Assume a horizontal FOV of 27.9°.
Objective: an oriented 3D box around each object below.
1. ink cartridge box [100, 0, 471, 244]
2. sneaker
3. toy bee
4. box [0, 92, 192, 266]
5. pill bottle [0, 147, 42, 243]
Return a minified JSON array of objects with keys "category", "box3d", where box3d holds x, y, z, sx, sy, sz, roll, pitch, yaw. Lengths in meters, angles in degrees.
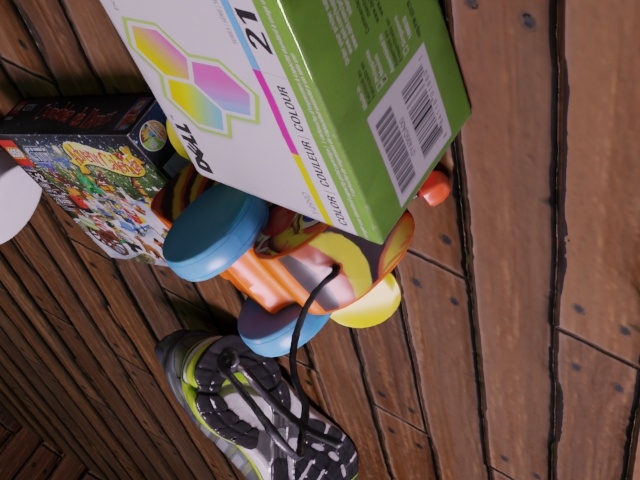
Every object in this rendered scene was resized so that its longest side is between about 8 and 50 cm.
[{"category":"ink cartridge box","box3d":[-0.068,-0.123,0.662,0.255,0.097,0.189,21,154,32]},{"category":"sneaker","box3d":[-0.062,0.187,1.319,0.121,0.111,0.300,26,153,51]},{"category":"toy bee","box3d":[0.000,0.000,0.788,0.298,0.162,0.195,51,-179,41]},{"category":"box","box3d":[-0.147,-0.043,1.019,0.233,0.044,0.159,6,144,52]},{"category":"pill bottle","box3d":[-0.359,-0.081,1.163,0.215,0.117,0.117,29,158,17]}]
